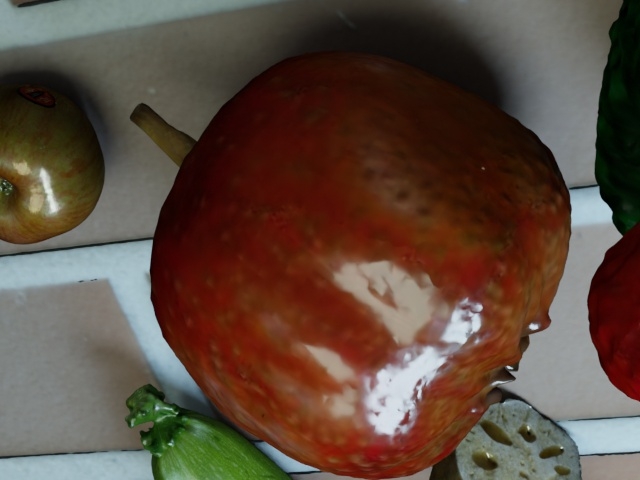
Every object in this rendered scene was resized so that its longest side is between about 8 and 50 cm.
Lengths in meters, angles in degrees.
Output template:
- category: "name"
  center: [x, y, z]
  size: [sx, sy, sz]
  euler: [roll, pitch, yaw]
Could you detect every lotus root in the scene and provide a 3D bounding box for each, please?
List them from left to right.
- category: "lotus root"
  center: [0.138, 0.191, 1.511]
  size: [0.112, 0.122, 0.081]
  euler: [18, 144, -27]

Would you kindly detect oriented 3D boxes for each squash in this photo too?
- category: "squash"
  center: [-0.033, 0.261, 1.647]
  size: [0.101, 0.101, 0.378]
  euler: [-27, 116, 36]

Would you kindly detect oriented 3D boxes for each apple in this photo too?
- category: "apple"
  center: [-0.225, -0.055, 1.459]
  size: [0.126, 0.102, 0.126]
  euler: [10, 129, 13]

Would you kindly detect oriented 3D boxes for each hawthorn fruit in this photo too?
- category: "hawthorn fruit"
  center: [0.000, 0.000, 1.330]
  size: [0.330, 0.287, 0.287]
  euler: [35, 134, 12]

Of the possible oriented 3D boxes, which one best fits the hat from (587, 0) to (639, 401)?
- category: "hat"
  center: [0.264, -0.030, 1.132]
  size: [0.242, 0.332, 0.274]
  euler: [3, 132, 25]
